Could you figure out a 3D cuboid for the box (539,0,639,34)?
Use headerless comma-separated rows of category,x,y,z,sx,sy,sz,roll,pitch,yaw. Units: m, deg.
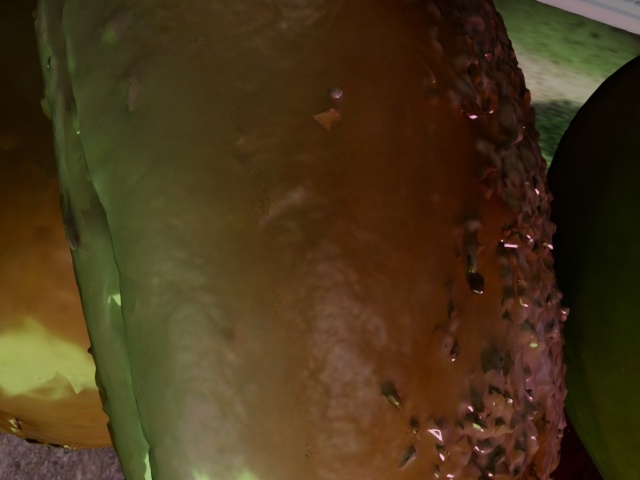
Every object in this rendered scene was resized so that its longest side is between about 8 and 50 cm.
box,0.087,-0.103,0.303,0.270,0.079,0.135,18,171,-1

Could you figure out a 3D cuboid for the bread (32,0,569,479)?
bread,0.000,0.000,0.477,0.159,0.305,0.305,-11,171,-3

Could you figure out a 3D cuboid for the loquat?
loquat,-0.135,-0.011,0.722,0.263,0.263,0.263,18,171,3

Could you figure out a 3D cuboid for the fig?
fig,0.175,0.031,0.497,0.203,0.225,0.203,14,-165,-4

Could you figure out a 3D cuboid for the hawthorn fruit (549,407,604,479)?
hawthorn fruit,0.279,0.119,0.716,0.307,0.265,0.265,15,172,-22
